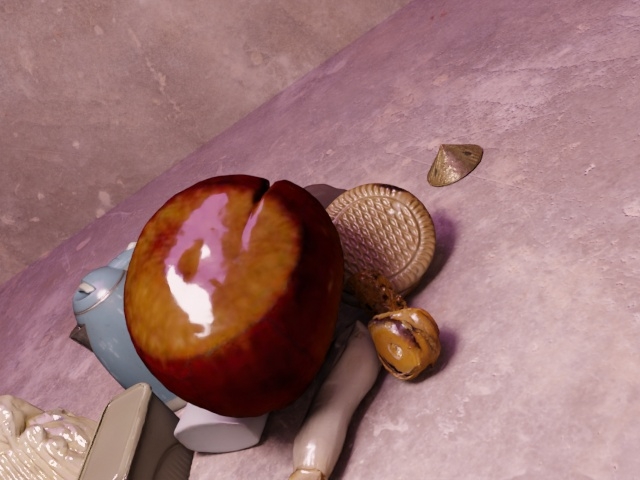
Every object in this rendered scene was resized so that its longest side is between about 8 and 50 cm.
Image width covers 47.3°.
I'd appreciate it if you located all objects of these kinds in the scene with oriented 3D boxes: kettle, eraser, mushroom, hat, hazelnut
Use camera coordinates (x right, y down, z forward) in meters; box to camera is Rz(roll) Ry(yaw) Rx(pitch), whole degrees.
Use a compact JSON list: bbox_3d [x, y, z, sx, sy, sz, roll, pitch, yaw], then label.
[{"bbox_3d":[-0.391,0.170,1.677,0.247,0.342,0.319,1,46,53],"label":"kettle"},{"bbox_3d":[-0.165,0.282,1.491,0.189,0.104,0.290,-12,37,28],"label":"eraser"},{"bbox_3d":[0.027,0.281,1.267,0.109,0.097,0.351,-28,30,50],"label":"mushroom"},{"bbox_3d":[0.294,-0.196,1.685,0.146,0.067,0.146,-29,29,18],"label":"hat"},{"bbox_3d":[-0.152,0.094,1.289,0.402,0.402,0.428,-18,62,35],"label":"hazelnut"}]

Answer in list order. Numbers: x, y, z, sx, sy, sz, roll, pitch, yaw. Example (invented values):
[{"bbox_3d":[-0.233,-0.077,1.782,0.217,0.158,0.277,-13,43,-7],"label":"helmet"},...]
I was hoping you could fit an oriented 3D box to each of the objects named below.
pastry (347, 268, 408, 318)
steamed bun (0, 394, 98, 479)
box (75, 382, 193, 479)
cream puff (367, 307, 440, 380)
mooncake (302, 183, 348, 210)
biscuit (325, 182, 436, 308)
[{"bbox_3d":[0.112,0.115,1.365,0.080,0.140,0.056,-26,6,41],"label":"pastry"},{"bbox_3d":[-0.609,0.498,1.519,0.352,0.339,0.247,-56,-6,-10],"label":"steamed bun"},{"bbox_3d":[-0.343,0.429,1.400,0.138,0.178,0.274,-29,29,21],"label":"box"},{"bbox_3d":[0.147,0.171,1.261,0.104,0.119,0.133,-29,33,-33],"label":"cream puff"},{"bbox_3d":[0.000,0.000,1.577,0.245,0.245,0.133,-47,12,-14],"label":"mooncake"},{"bbox_3d":[0.103,0.008,1.456,0.259,0.079,0.259,-2,71,7],"label":"biscuit"}]
